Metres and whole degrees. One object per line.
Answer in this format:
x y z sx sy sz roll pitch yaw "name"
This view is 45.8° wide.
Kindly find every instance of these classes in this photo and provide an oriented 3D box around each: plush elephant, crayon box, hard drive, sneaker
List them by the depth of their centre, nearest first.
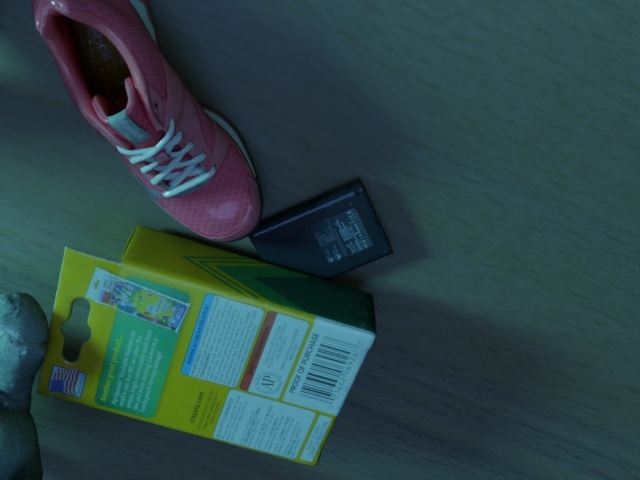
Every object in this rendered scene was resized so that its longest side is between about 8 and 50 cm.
-0.163 -0.104 0.697 0.116 0.136 0.313 -28 117 11 "sneaker"
-0.423 0.224 0.754 0.256 0.271 0.330 -1 157 -38 "plush elephant"
0.000 0.000 0.831 0.135 0.022 0.094 -23 118 8 "hard drive"
-0.124 0.113 0.833 0.323 0.083 0.203 17 119 -8 "crayon box"
